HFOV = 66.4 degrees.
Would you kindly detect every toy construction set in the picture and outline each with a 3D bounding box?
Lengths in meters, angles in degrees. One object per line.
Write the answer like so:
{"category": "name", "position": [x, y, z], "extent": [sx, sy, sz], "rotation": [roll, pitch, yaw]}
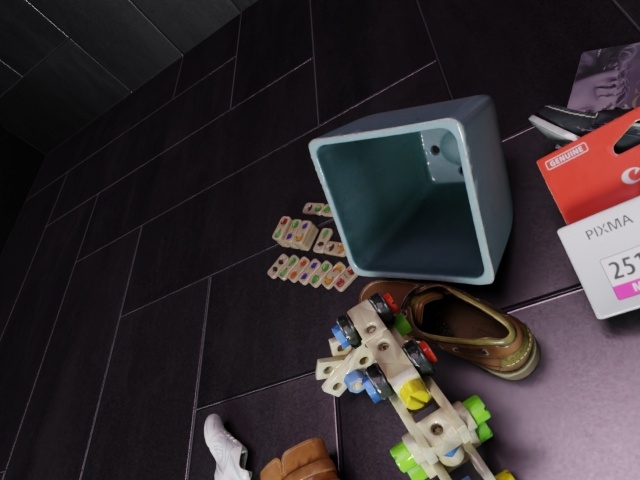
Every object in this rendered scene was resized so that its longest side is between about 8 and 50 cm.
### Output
{"category": "toy construction set", "position": [0.108, 0.200, 0.662], "extent": [0.151, 0.215, 0.328], "rotation": [-41, 36, -13]}

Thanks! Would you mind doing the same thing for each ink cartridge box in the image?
{"category": "ink cartridge box", "position": [0.424, -0.062, 0.584], "extent": [0.275, 0.060, 0.238], "rotation": [-31, 70, 37]}

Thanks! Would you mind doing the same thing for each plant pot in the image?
{"category": "plant pot", "position": [0.181, -0.105, 0.793], "extent": [0.248, 0.247, 0.252], "rotation": [1, 31, 40]}

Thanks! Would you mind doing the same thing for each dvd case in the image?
{"category": "dvd case", "position": [0.497, -0.240, 0.801], "extent": [0.165, 0.018, 0.221], "rotation": [5, 63, 42]}

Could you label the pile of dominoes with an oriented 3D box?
{"category": "pile of dominoes", "position": [0.000, 0.000, 1.013], "extent": [0.251, 0.040, 0.195], "rotation": [7, 64, 43]}

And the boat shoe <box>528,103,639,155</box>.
{"category": "boat shoe", "position": [0.442, -0.139, 0.692], "extent": [0.302, 0.114, 0.091], "rotation": [43, 111, 37]}

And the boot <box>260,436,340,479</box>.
{"category": "boot", "position": [0.027, 0.379, 0.672], "extent": [0.283, 0.109, 0.220], "rotation": [-37, 38, 22]}

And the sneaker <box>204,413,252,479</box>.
{"category": "sneaker", "position": [-0.161, 0.369, 0.863], "extent": [0.061, 0.053, 0.152], "rotation": [-34, 49, 2]}

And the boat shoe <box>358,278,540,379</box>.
{"category": "boat shoe", "position": [0.170, 0.105, 0.743], "extent": [0.307, 0.104, 0.110], "rotation": [11, 67, 44]}
